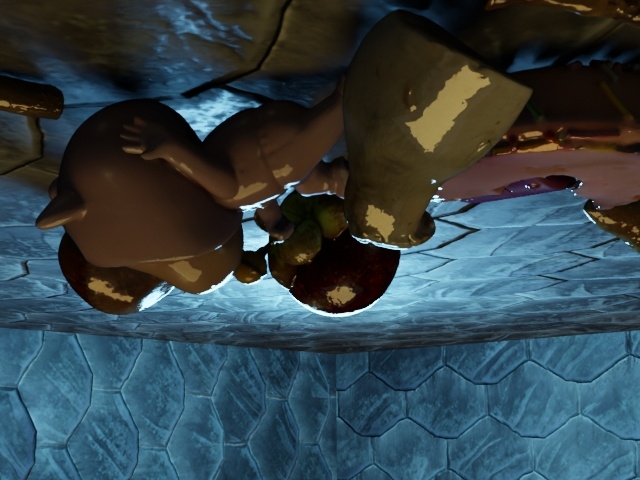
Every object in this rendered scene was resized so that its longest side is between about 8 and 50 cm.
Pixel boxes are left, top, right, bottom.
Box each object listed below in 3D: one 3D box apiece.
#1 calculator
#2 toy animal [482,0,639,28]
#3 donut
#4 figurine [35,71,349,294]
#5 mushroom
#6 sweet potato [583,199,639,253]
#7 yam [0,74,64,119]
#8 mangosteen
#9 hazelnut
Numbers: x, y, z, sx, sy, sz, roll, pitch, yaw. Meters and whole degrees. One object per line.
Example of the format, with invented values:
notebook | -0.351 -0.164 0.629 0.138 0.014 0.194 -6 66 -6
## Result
calculator | 0.171 -0.068 0.928 0.127 0.034 0.190 -7 165 38
toy animal | 0.203 -0.141 0.533 0.276 0.054 0.149 6 169 -30
donut | 0.191 -0.083 0.725 0.233 0.085 0.199 2 169 -10
figurine | -0.081 -0.040 0.747 0.287 0.186 0.176 -16 -166 -3
mushroom | 0.058 -0.069 0.637 0.116 0.093 0.225 34 140 3
sweet potato | 0.444 -0.003 1.096 0.341 0.092 0.114 13 179 -44
yam | -0.272 -0.117 0.691 0.145 0.032 0.032 5 167 -28
mangosteen | 0.002 0.000 1.040 0.181 0.156 0.146 32 -172 -12
hazelnut | -0.244 0.018 1.116 0.154 0.143 0.143 -14 172 -17
